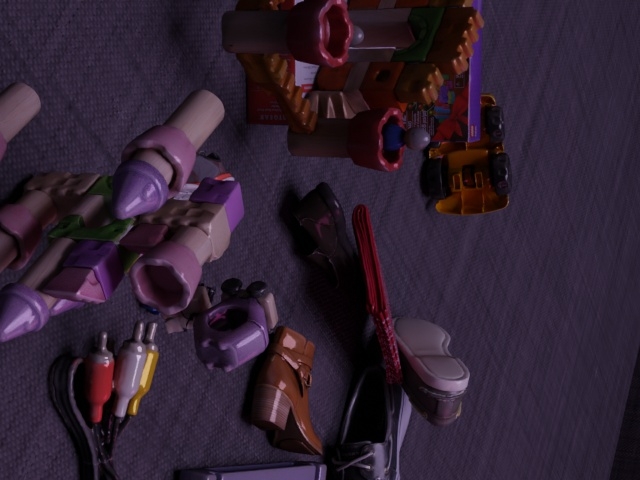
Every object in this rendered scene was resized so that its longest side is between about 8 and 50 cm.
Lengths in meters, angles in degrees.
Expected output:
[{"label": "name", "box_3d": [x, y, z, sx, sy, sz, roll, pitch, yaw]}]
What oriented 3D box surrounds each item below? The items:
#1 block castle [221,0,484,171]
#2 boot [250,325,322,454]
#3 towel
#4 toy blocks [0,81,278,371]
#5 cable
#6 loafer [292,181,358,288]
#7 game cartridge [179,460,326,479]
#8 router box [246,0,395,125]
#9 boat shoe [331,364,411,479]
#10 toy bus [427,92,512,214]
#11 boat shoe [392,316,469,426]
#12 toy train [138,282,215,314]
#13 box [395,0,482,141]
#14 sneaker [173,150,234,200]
[{"label": "block castle", "box_3d": [0.076, -0.339, 1.761, 0.303, 0.212, 0.453, 58, 44, -48]}, {"label": "boot", "box_3d": [-0.033, 0.228, 1.964, 0.197, 0.073, 0.152, 55, 42, -54]}, {"label": "towel", "box_3d": [0.091, 0.090, 2.104, 0.275, 0.031, 0.199, 73, 8, -58]}, {"label": "toy blocks", "box_3d": [-0.234, 0.033, 1.320, 0.260, 0.288, 0.309, -59, 145, -48]}, {"label": "cable", "box_3d": [-0.249, 0.235, 1.543, 0.139, 0.072, 0.287, -5, 98, -57]}, {"label": "loafer", "box_3d": [0.000, 0.000, 2.008, 0.220, 0.078, 0.080, 74, -11, -47]}, {"label": "game cartridge", "box_3d": [-0.102, 0.433, 1.873, 0.355, 0.068, 0.230, 15, 84, -62]}, {"label": "router box", "box_3d": [0.008, -0.328, 1.950, 0.335, 0.082, 0.301, -15, 107, -61]}, {"label": "boat shoe", "box_3d": [0.065, 0.358, 2.146, 0.119, 0.121, 0.335, 51, 38, -44]}, {"label": "toy bus", "box_3d": [0.281, -0.181, 2.453, 0.211, 0.149, 0.220, -57, 140, -65]}, {"label": "boat shoe", "box_3d": [0.173, 0.212, 2.227, 0.305, 0.109, 0.091, -117, -148, -70]}, {"label": "toy train", "box_3d": [-0.184, 0.075, 1.699, 0.158, 0.027, 0.036, 2, 103, -63]}, {"label": "box", "box_3d": [0.154, -0.305, 2.108, 0.057, 0.201, 0.293, -15, 106, -62]}, {"label": "sneaker", "box_3d": [-0.173, -0.084, 1.684, 0.158, 0.061, 0.065, -12, 78, -63]}]
